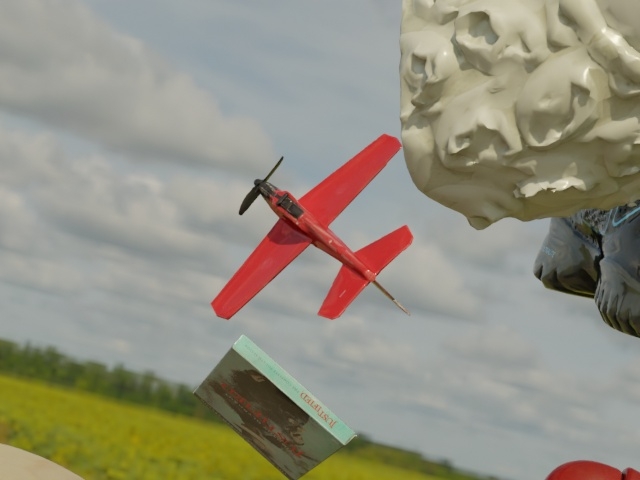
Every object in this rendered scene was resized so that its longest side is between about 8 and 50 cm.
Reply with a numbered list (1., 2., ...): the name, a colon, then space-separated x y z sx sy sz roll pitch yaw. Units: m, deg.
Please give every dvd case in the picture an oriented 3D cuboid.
1. dvd case: -0.030 0.102 1.015 0.087 0.013 0.119 42 -23 0

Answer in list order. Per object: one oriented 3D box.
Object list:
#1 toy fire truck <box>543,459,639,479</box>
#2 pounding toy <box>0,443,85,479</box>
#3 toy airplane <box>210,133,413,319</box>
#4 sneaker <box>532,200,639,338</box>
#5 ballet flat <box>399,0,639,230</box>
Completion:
1. toy fire truck: 0.145 0.254 1.235 0.246 0.217 0.158 28 -51 -2
2. pounding toy: -0.136 0.210 0.803 0.237 0.110 0.183 37 22 -1
3. toy airplane: 0.000 0.000 0.975 0.151 0.151 0.028 9 -27 36
4. sneaker: 0.199 -0.018 0.875 0.125 0.139 0.341 11 5 -15
5. ballet flat: 0.204 -0.135 0.557 0.409 0.147 0.147 -25 -9 0
